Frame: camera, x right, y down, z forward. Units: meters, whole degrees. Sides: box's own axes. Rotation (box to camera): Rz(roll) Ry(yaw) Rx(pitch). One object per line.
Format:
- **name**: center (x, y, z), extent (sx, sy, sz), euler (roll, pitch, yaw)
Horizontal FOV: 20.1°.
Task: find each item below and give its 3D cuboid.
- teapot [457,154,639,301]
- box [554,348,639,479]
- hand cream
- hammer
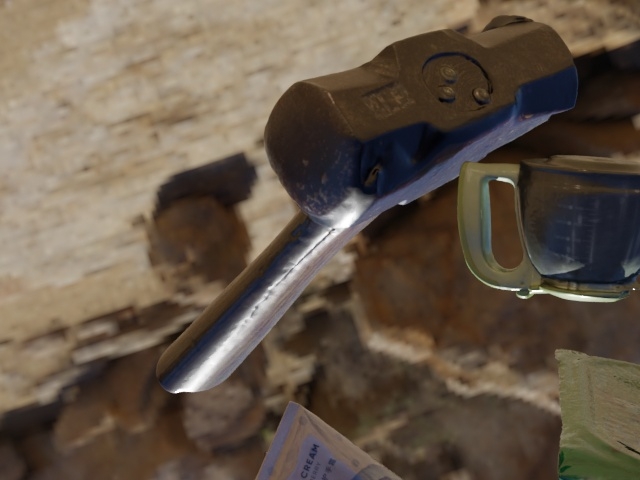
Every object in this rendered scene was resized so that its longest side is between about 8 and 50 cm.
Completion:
- **teapot**: center (0.153, -0.007, 1.110), extent (0.092, 0.090, 0.124), euler (0, -174, -39)
- **box**: center (0.303, 0.197, 1.430), extent (0.264, 0.106, 0.336), euler (15, -169, 4)
- **hand cream**: center (0.019, 0.175, 1.221), extent (0.142, 0.084, 0.053), euler (31, 165, -28)
- **hammer**: center (0.000, 0.000, 1.337), extent (0.242, 0.095, 0.409), euler (-24, 161, -45)
